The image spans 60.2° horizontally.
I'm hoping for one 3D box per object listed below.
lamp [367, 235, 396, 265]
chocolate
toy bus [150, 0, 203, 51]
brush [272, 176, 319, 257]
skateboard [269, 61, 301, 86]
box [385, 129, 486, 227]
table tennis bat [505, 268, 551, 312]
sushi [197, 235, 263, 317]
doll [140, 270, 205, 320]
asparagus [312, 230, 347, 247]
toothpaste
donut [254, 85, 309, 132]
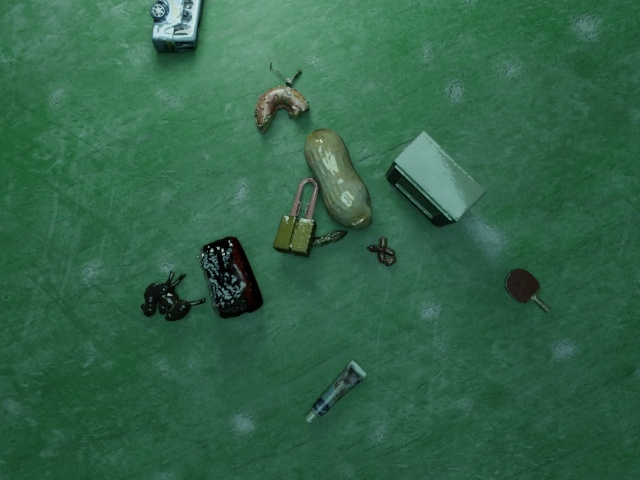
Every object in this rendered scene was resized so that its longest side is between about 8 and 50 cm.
[{"bbox_3d":[0.182,0.037,1.584,0.063,0.031,0.083,-35,92,-1],"label":"lamp"},{"bbox_3d":[0.047,-0.168,1.547,0.134,0.134,0.309,-27,87,-1],"label":"chocolate"},{"bbox_3d":[-0.405,-0.710,1.588,0.135,0.109,0.330,8,88,-11],"label":"toy bus"},{"bbox_3d":[-0.054,-0.073,1.574,0.103,0.047,0.234,9,72,18],"label":"brush"},{"bbox_3d":[-0.105,-0.498,1.613,0.083,0.032,0.064,38,78,0],"label":"skateboard"},{"bbox_3d":[0.300,-0.152,1.496,0.225,0.225,0.117,45,88,3],"label":"box"},{"bbox_3d":[0.601,0.149,1.587,0.156,0.013,0.087,43,86,4],"label":"table tennis bat"},{"bbox_3d":[-0.254,0.107,1.531,0.126,0.136,0.225,-21,94,2],"label":"sushi"},{"bbox_3d":[-0.431,0.171,1.567,0.165,0.057,0.139,-39,89,7],"label":"doll"},{"bbox_3d":[0.000,-0.001,1.584,0.165,0.036,0.030,-17,106,-2],"label":"asparagus"},{"bbox_3d":[0.038,0.435,1.562,0.216,0.037,0.062,-43,87,-7],"label":"toothpaste"},{"bbox_3d":[-0.122,-0.393,1.588,0.166,0.065,0.117,-26,88,-3],"label":"donut"}]
